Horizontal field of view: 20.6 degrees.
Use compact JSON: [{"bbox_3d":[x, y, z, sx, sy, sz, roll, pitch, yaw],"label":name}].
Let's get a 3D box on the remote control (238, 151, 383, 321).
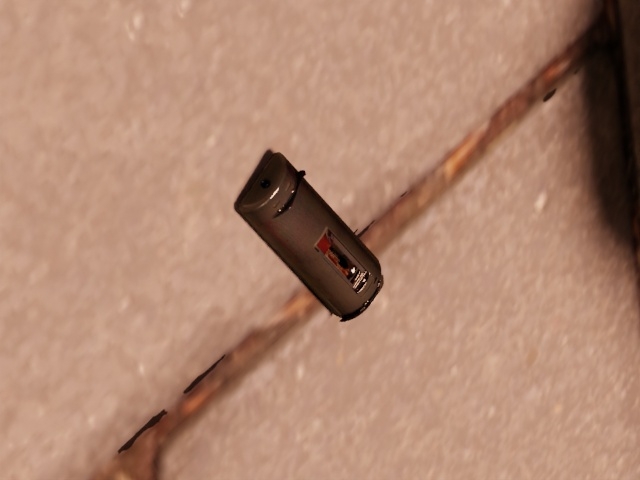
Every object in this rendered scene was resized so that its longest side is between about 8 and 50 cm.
[{"bbox_3d":[0.000,0.000,0.691,0.034,0.016,0.091,-56,140,-11],"label":"remote control"}]
